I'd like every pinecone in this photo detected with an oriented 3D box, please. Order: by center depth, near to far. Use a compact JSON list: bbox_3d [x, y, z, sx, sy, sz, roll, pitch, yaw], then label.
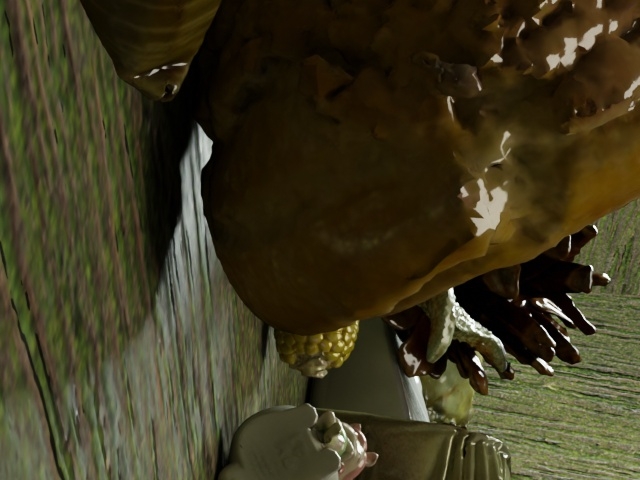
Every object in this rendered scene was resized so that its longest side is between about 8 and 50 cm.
[{"bbox_3d":[0.166,0.034,1.417,0.229,0.201,0.202,-47,137,-49],"label":"pinecone"}]

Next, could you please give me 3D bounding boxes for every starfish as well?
[{"bbox_3d":[0.068,-0.068,1.103,0.347,0.078,0.358,29,50,-67],"label":"starfish"}]

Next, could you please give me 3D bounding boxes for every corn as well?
[{"bbox_3d":[0.000,0.000,1.109,0.067,0.067,0.206,71,21,-74],"label":"corn"}]

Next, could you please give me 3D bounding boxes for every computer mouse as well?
[{"bbox_3d":[0.047,0.200,1.413,0.184,0.121,0.297,61,11,-46],"label":"computer mouse"}]

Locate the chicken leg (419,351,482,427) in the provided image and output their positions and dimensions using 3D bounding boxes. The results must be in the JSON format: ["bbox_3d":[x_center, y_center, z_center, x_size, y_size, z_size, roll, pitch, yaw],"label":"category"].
[{"bbox_3d":[0.086,0.023,1.569,0.429,0.152,0.201,77,26,-45],"label":"chicken leg"}]

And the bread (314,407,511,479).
[{"bbox_3d":[0.055,0.209,1.166,0.210,0.192,0.110,78,20,-69],"label":"bread"}]

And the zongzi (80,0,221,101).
[{"bbox_3d":[-0.029,-0.220,0.387,0.288,0.134,0.286,86,13,-47],"label":"zongzi"}]

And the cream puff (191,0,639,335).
[{"bbox_3d":[0.065,-0.110,0.786,0.231,0.343,0.327,61,-21,-7],"label":"cream puff"}]

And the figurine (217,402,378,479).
[{"bbox_3d":[-0.010,0.161,0.988,0.146,0.098,0.081,74,9,-68],"label":"figurine"}]
